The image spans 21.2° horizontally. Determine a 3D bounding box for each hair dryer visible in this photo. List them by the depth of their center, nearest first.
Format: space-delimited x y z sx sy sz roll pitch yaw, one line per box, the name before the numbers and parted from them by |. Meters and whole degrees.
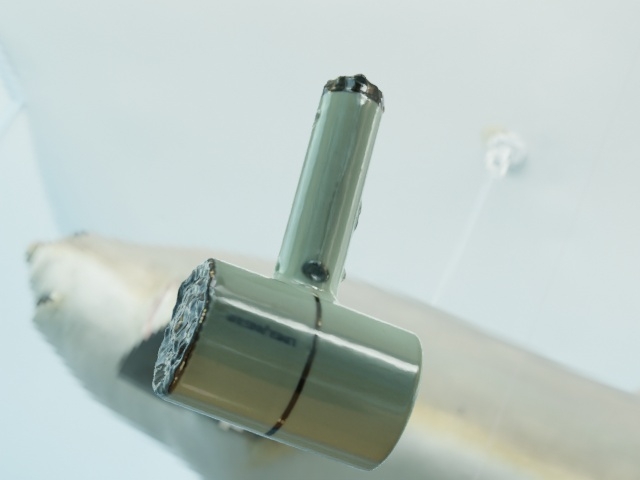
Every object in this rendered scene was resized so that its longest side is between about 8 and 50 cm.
hair dryer | 0.000 0.000 1.477 0.203 0.362 0.128 21 -25 -14
